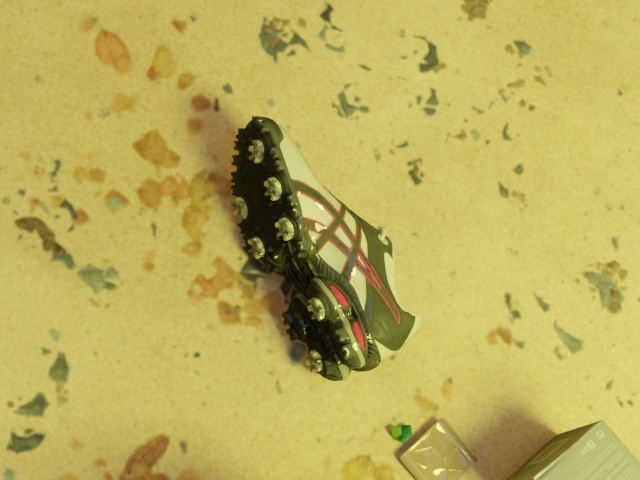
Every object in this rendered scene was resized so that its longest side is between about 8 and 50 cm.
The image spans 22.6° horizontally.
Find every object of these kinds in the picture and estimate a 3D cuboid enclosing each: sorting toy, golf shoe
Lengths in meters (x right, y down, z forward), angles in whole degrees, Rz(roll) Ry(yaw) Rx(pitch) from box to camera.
[{"bbox_3d":[0.108,0.206,1.591,0.062,0.012,0.083,-40,92,-14],"label":"sorting toy"},{"bbox_3d":[0.000,0.000,1.584,0.120,0.105,0.273,-22,88,-33],"label":"golf shoe"}]

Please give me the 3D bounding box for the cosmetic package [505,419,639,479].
[{"bbox_3d":[0.296,0.298,1.555,0.107,0.127,0.238,-37,85,-19],"label":"cosmetic package"}]
